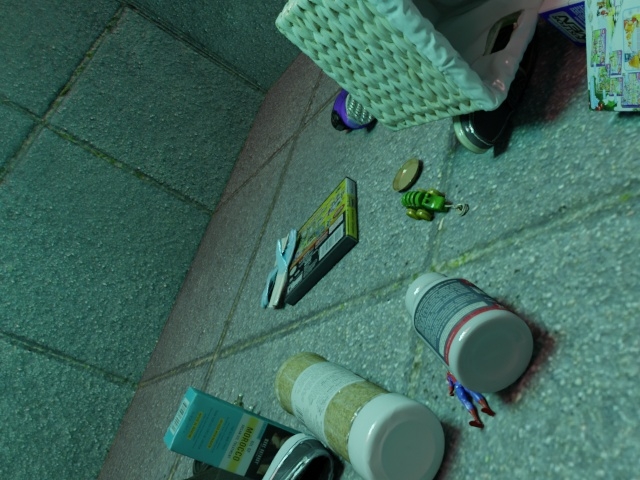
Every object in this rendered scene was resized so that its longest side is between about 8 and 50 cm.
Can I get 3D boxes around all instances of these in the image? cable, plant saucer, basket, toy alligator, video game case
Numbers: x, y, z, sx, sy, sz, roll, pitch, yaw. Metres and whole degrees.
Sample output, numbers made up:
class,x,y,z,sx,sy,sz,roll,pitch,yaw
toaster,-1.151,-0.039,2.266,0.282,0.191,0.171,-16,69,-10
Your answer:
class,x,y,z,sx,sy,sz,roll,pitch,yaw
cable,-0.227,0.500,1.252,0.287,0.072,0.139,-62,34,31
plant saucer,0.188,-0.140,1.144,0.083,0.015,0.083,-47,24,29
basket,0.151,-0.406,0.868,0.266,0.331,0.328,-4,56,57
toy alligator,0.198,-0.072,0.982,0.056,0.051,0.190,-63,21,-6
video game case,0.000,0.000,1.369,0.275,0.035,0.248,-47,25,33

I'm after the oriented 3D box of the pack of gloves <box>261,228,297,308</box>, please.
class,x,y,z,sx,sy,sz,roll,pitch,yaw
pack of gloves,-0.132,0.076,1.499,0.195,0.046,0.232,-28,43,67

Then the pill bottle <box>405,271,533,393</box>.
class,x,y,z,sx,sy,sz,roll,pitch,yaw
pill bottle,0.183,0.109,0.701,0.108,0.108,0.180,-58,21,7

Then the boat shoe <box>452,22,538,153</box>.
class,x,y,z,sx,sy,sz,roll,pitch,yaw
boat shoe,0.313,-0.281,0.925,0.092,0.103,0.285,-30,30,61

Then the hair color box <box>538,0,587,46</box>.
class,x,y,z,sx,sy,sz,roll,pitch,yaw
hair color box,0.469,-0.377,0.682,0.185,0.110,0.339,-61,22,3

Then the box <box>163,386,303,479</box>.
class,x,y,z,sx,sy,sz,roll,pitch,yaw
box,-0.140,0.353,0.931,0.060,0.244,0.100,-5,58,65

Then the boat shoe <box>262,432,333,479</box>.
class,x,y,z,sx,sy,sz,roll,pitch,yaw
boat shoe,-0.069,0.463,0.839,0.301,0.108,0.102,-58,18,-13

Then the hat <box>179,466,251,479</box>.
class,x,y,z,sx,sy,sz,roll,pitch,yaw
hat,-0.224,0.550,0.997,0.331,0.331,0.134,-15,93,62

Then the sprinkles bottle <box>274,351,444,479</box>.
class,x,y,z,sx,sy,sz,roll,pitch,yaw
sprinkles bottle,0.038,0.262,0.816,0.121,0.121,0.355,-65,21,-11

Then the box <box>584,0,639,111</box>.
class,x,y,z,sx,sy,sz,roll,pitch,yaw
box,0.384,-0.291,0.579,0.201,0.057,0.293,-138,34,-69

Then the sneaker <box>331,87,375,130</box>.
class,x,y,z,sx,sy,sz,roll,pitch,yaw
sneaker,0.089,-0.377,1.582,0.146,0.102,0.293,-52,17,32

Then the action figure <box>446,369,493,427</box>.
class,x,y,z,sx,sy,sz,roll,pitch,yaw
action figure,0.187,0.193,0.699,0.038,0.030,0.115,-60,18,17

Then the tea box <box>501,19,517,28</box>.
class,x,y,z,sx,sy,sz,roll,pitch,yaw
tea box,0.285,-0.592,1.069,0.323,0.329,0.220,-27,39,54
